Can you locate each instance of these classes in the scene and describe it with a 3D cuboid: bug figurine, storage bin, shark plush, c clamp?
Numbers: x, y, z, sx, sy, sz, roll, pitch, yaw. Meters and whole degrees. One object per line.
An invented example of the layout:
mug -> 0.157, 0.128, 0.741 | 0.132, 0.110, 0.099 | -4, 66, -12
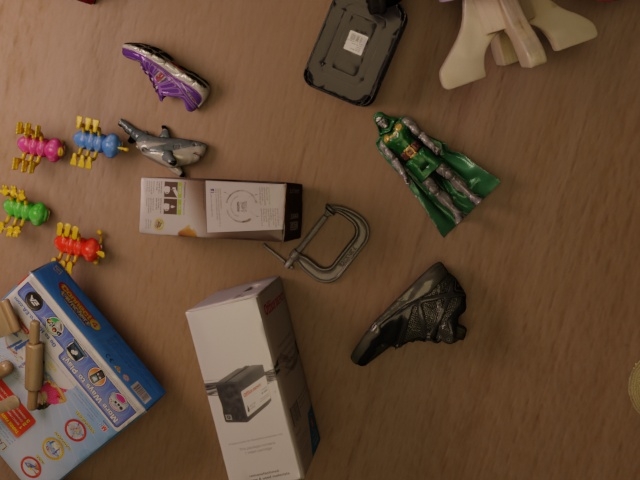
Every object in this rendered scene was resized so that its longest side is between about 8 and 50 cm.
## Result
bug figurine -> -0.452, -0.092, 1.935 | 0.216, 0.072, 0.279 | 17, 103, 11
storage bin -> 0.060, -0.323, 1.840 | 0.122, 0.084, 0.180 | 23, 99, 4
shark plush -> -0.279, -0.169, 1.930 | 0.161, 0.073, 0.067 | 24, 79, 24
c clamp -> 0.000, 0.000, 1.914 | 0.137, 0.022, 0.160 | 44, 100, 1

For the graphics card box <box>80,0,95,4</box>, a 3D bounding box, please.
graphics card box -> -0.532, -0.574, 1.881 | 0.371, 0.094, 0.233 | 21, 99, 5

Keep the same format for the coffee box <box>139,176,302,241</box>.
coffee box -> -0.164, -0.054, 1.860 | 0.246, 0.141, 0.098 | 3, 94, 11

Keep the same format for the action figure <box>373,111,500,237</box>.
action figure -> 0.172, -0.131, 1.861 | 0.232, 0.063, 0.137 | 45, 103, 4

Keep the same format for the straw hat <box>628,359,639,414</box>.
straw hat -> 0.590, 0.248, 1.849 | 0.144, 0.061, 0.144 | 1, 97, 6

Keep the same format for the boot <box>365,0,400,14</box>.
boot -> 0.188, -0.523, 1.737 | 0.260, 0.131, 0.348 | 0, 75, 8

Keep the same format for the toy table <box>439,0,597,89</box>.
toy table -> 0.288, -0.350, 1.718 | 0.252, 0.274, 0.161 | -17, 101, 12

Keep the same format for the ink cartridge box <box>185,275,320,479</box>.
ink cartridge box -> -0.107, 0.233, 1.851 | 0.129, 0.223, 0.307 | -13, 94, 9

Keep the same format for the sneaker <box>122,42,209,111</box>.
sneaker -> -0.274, -0.281, 1.896 | 0.170, 0.068, 0.071 | 35, 105, 2

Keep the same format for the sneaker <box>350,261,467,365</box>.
sneaker -> 0.161, 0.156, 1.878 | 0.227, 0.087, 0.130 | -43, 83, 4

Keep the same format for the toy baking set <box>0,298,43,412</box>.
toy baking set -> -0.559, 0.215, 1.892 | 0.197, 0.030, 0.256 | 7, 106, 19

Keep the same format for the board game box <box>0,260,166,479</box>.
board game box -> -0.480, 0.246, 1.935 | 0.302, 0.086, 0.308 | -39, 91, 23
